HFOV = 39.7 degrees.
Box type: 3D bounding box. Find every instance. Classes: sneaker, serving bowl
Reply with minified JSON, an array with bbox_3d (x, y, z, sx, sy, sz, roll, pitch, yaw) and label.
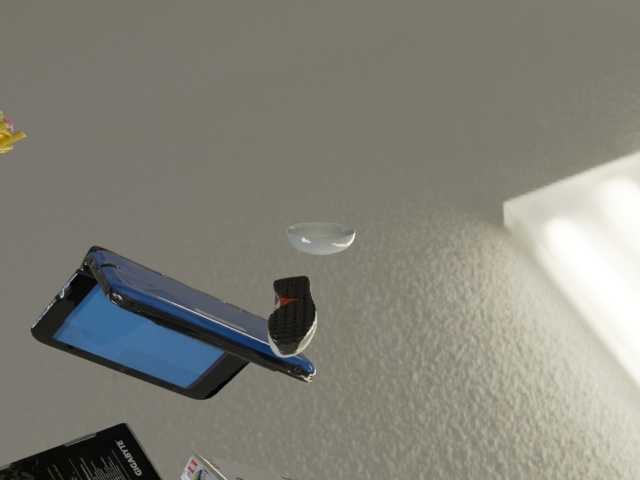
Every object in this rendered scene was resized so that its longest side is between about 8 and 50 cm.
[{"bbox_3d":[-0.029,0.105,1.040,0.057,0.075,0.161,-8,-156,1],"label":"sneaker"},{"bbox_3d":[0.000,0.000,1.069,0.083,0.027,0.083,1,-166,0],"label":"serving bowl"}]

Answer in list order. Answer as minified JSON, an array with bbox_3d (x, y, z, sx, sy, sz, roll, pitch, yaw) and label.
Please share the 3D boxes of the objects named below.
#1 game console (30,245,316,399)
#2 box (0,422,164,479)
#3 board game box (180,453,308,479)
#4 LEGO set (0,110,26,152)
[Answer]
[{"bbox_3d":[-0.196,0.145,1.150,0.173,0.293,0.250,-62,-152,4],"label":"game console"},{"bbox_3d":[-0.264,0.388,1.025,0.257,0.079,0.322,-15,-125,-43],"label":"box"},{"bbox_3d":[-0.067,0.450,1.487,0.193,0.305,0.053,29,-90,45],"label":"board game box"},{"bbox_3d":[-0.382,-0.126,0.883,0.132,0.107,0.287,-25,-175,-30],"label":"LEGO set"}]
